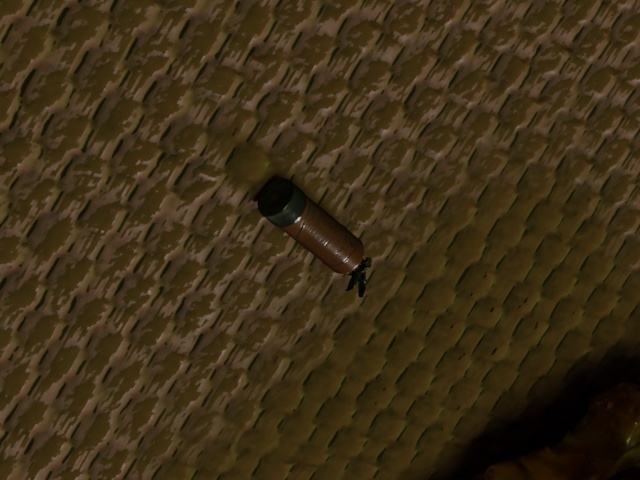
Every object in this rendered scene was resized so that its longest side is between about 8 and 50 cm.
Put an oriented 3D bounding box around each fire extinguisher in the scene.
[{"bbox_3d":[0.000,0.000,0.955,0.083,0.022,0.028,40,56,-44],"label":"fire extinguisher"}]

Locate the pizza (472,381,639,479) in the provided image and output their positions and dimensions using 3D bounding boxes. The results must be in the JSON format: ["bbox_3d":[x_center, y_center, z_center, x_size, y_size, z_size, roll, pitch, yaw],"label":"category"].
[{"bbox_3d":[0.168,0.204,1.144,0.409,0.114,0.277,-8,124,-32],"label":"pizza"}]
